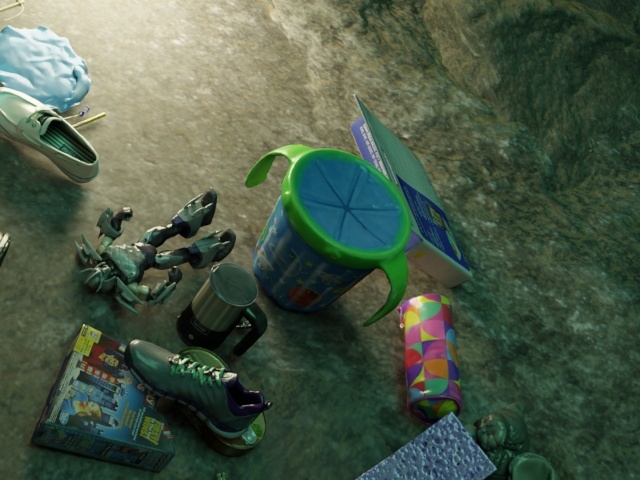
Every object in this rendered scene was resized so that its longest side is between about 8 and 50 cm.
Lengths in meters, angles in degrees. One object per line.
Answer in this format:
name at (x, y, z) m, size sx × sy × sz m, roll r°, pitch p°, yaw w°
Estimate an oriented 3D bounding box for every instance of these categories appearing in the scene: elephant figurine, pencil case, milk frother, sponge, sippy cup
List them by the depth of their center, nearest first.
sponge at (0.160, 0.375, 1.885) m, size 0.210 × 0.031 × 0.117 m, roll -34°, pitch 74°, yaw -10°
milk frother at (-0.140, 0.098, 1.925) m, size 0.129 × 0.135 × 0.143 m, roll 30°, pitch 42°, yaw -11°
elephant figurine at (0.302, 0.410, 1.977) m, size 0.239 × 0.186 × 0.169 m, roll 64°, pitch 3°, yaw 12°
sippy cup at (0.000, 0.000, 2.042) m, size 0.240 × 0.224 × 0.305 m, roll 11°, pitch 49°, yaw -28°
pencil case at (0.192, 0.206, 2.098) m, size 0.104 × 0.104 × 0.236 m, roll 19°, pitch 43°, yaw -21°

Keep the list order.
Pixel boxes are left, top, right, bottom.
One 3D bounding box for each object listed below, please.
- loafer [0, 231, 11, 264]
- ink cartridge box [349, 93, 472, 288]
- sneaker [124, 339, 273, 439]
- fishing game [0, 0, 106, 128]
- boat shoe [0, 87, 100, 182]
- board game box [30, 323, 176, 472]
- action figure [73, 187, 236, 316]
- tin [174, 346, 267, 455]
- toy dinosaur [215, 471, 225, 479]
loafer at (-0.524, 0.074, 1.708) m, size 0.084 × 0.096 × 0.267 m, roll 23°, pitch 45°, yaw -8°
ink cartridge box at (0.153, -0.084, 2.244) m, size 0.307 × 0.072 × 0.303 m, roll 31°, pitch 34°, yaw -55°
sneaker at (-0.177, 0.199, 1.760) m, size 0.224 × 0.098 × 0.083 m, roll 36°, pitch 35°, yaw -19°
fishing game at (-0.494, -0.299, 2.096) m, size 0.264 × 0.041 × 0.189 m, roll 51°, pitch 44°, yaw 0°
boat shoe at (-0.455, -0.188, 1.982) m, size 0.226 × 0.076 × 0.083 m, roll 34°, pitch 61°, yaw -6°
board game box at (-0.295, 0.245, 1.740) m, size 0.194 × 0.060 × 0.194 m, roll 29°, pitch 40°, yaw -15°
action figure at (-0.271, 0.016, 1.935) m, size 0.285 × 0.099 × 0.185 m, roll -26°, pitch 77°, yaw -43°
tin at (-0.163, 0.249, 1.851) m, size 0.189 × 0.040 × 0.106 m, roll 49°, pitch 46°, yaw 11°
toy dinosaur at (-0.088, 0.415, 1.759) m, size 0.092 × 0.053 × 0.183 m, roll -23°, pitch 61°, yaw -29°
